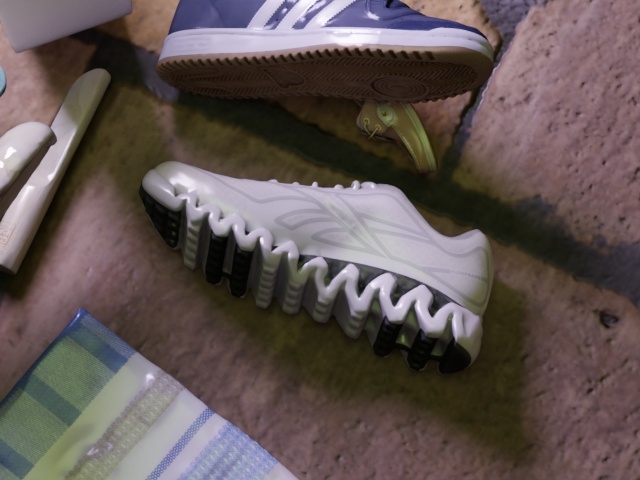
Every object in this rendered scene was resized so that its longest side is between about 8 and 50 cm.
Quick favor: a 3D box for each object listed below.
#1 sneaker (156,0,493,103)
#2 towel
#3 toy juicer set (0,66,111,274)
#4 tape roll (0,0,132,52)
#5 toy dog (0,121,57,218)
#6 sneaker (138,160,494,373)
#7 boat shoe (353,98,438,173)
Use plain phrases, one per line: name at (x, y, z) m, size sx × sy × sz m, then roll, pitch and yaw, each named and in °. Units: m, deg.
sneaker at (0.009, -0.195, 1.281) m, size 0.282 × 0.099 × 0.153 m, roll 3°, pitch 70°, yaw 24°
towel at (-0.142, 0.212, 1.228) m, size 0.285 × 0.034 × 0.209 m, roll 38°, pitch 76°, yaw 9°
toy juicer set at (-0.340, -0.056, 1.270) m, size 0.329 × 0.089 × 0.209 m, roll 2°, pitch 74°, yaw -1°
tape roll at (-0.235, -0.290, 1.218) m, size 0.100 × 0.286 × 0.286 m, roll -21°, pitch 76°, yaw -6°
toy dog at (-0.450, -0.068, 1.122) m, size 0.408 × 0.284 × 0.395 m, roll 39°, pitch 111°, yaw -4°
sneaker at (0.000, 0.000, 1.262) m, size 0.292 × 0.110 × 0.118 m, roll 24°, pitch 67°, yaw -3°
boat shoe at (0.049, -0.105, 1.316) m, size 0.045 × 0.050 × 0.135 m, roll -29°, pitch 66°, yaw -5°
